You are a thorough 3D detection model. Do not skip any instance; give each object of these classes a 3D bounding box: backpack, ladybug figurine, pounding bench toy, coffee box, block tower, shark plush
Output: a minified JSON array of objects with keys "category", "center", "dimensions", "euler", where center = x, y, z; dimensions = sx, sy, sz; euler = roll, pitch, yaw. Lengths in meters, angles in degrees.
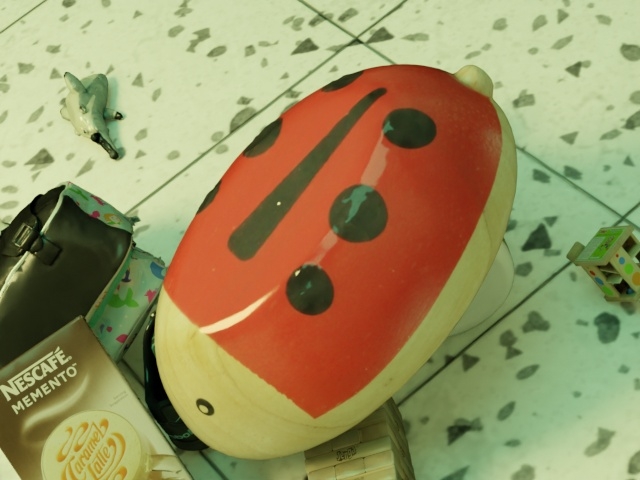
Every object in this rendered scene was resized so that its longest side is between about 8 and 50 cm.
[{"category":"backpack","center":[-0.287,0.052,1.662],"dimensions":[0.225,0.191,0.253],"euler":[-57,19,1]},{"category":"ladybug figurine","center":[0.000,0.000,1.437],"dimensions":[0.449,0.162,0.305],"euler":[-52,48,-1]},{"category":"pounding bench toy","center":[0.298,0.027,1.541],"dimensions":[0.052,0.065,0.083],"euler":[-48,18,-20]},{"category":"coffee box","center":[-0.222,0.216,1.484],"dimensions":[0.141,0.098,0.246],"euler":[-35,86,-8]},{"category":"block tower","center":[0.047,0.271,1.412],"dimensions":[0.091,0.097,0.335],"euler":[-17,47,9]},{"category":"shark plush","center":[-0.294,-0.171,1.992],"dimensions":[0.067,0.073,0.161],"euler":[-7,34,-24]}]

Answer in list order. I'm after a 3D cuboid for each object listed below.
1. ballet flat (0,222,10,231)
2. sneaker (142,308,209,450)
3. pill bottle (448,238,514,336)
[{"category":"ballet flat","center":[-0.456,0.016,1.865],"dimensions":[0.280,0.096,0.095],"euler":[-5,48,20]},{"category":"sneaker","center":[-0.127,0.085,1.605],"dimensions":[0.101,0.106,0.267],"euler":[-6,64,27]},{"category":"pill bottle","center":[0.101,-0.036,1.617],"dimensions":[0.153,0.153,0.264],"euler":[-21,46,5]}]
